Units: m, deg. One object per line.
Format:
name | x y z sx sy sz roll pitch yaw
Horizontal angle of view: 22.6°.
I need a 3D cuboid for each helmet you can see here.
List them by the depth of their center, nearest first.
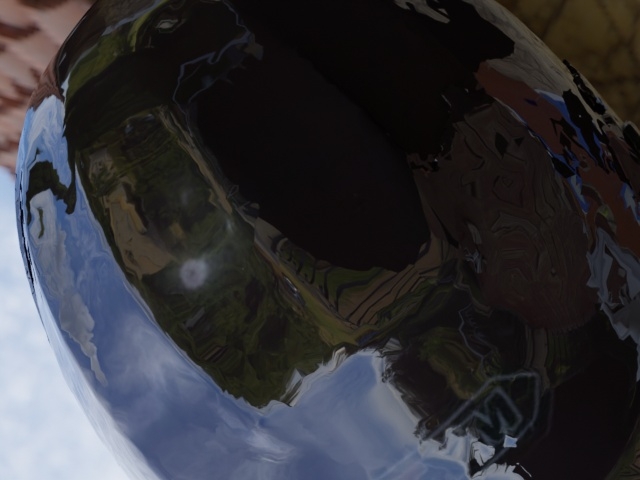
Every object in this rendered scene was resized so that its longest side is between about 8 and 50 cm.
helmet | 0.000 0.000 0.567 0.177 0.225 0.305 45 -177 -38
